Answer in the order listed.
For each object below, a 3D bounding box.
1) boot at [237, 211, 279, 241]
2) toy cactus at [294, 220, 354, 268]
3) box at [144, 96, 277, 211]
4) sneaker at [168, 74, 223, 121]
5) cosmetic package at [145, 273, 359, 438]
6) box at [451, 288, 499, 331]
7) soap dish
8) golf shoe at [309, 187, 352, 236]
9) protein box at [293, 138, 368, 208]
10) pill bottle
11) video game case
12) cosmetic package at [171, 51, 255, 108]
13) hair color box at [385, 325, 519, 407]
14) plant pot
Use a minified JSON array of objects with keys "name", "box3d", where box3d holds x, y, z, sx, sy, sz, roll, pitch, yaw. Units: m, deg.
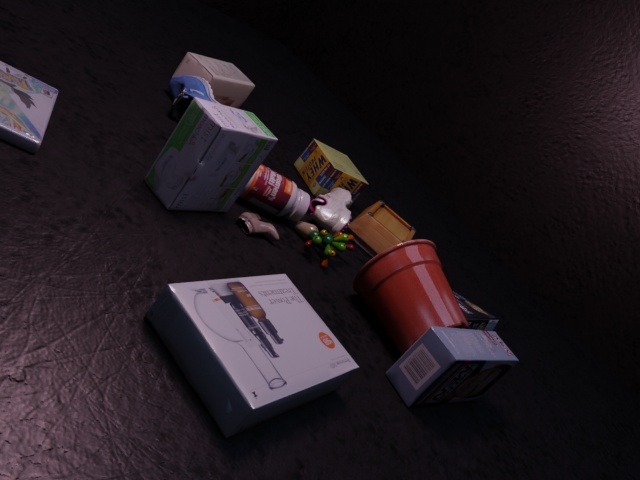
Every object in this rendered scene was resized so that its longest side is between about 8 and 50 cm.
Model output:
[{"name":"boot","box3d":[-0.177,-0.032,1.631,0.118,0.042,0.087,43,28,12]},{"name":"toy cactus","box3d":[0.000,0.000,1.800,0.180,0.112,0.219,28,19,24]},{"name":"box","box3d":[-0.277,-0.206,1.500,0.127,0.262,0.231,48,24,22]},{"name":"sneaker","box3d":[-0.425,-0.458,1.920,0.147,0.130,0.330,5,32,-45]},{"name":"cosmetic package","box3d":[-0.121,0.206,1.181,0.284,0.097,0.377,51,24,20]},{"name":"box","box3d":[0.405,0.209,1.955,0.295,0.073,0.293,35,14,38]},{"name":"soap dish","box3d":[0.235,-0.030,2.174,0.229,0.118,0.291,41,23,3]},{"name":"golf shoe","box3d":[0.033,-0.128,2.054,0.140,0.115,0.306,31,22,-13]},{"name":"protein box","box3d":[0.040,-0.256,2.273,0.199,0.136,0.201,19,29,-43]},{"name":"pill bottle","box3d":[-0.147,-0.146,1.781,0.221,0.121,0.121,27,25,-29]},{"name":"video game case","box3d":[-0.763,-0.345,1.290,0.329,0.036,0.300,27,25,-30]},{"name":"cosmetic package","box3d":[-0.405,-0.606,2.246,0.153,0.129,0.296,46,22,13]},{"name":"hair color box","box3d":[0.362,0.339,1.573,0.374,0.185,0.114,13,34,-49]},{"name":"plant pot","box3d":[0.268,0.183,1.659,0.272,0.272,0.265,14,41,-47]}]
